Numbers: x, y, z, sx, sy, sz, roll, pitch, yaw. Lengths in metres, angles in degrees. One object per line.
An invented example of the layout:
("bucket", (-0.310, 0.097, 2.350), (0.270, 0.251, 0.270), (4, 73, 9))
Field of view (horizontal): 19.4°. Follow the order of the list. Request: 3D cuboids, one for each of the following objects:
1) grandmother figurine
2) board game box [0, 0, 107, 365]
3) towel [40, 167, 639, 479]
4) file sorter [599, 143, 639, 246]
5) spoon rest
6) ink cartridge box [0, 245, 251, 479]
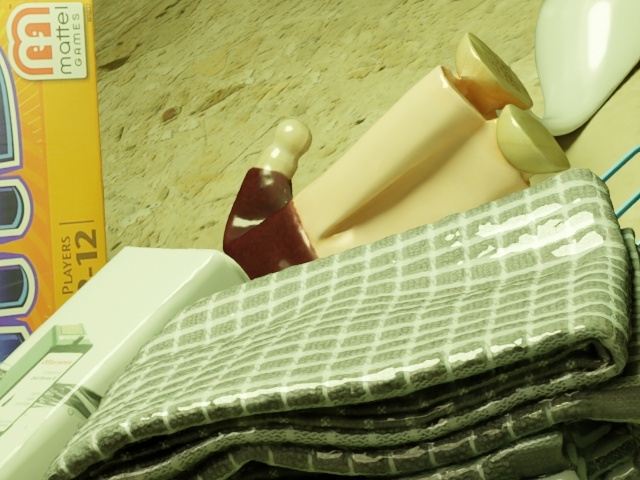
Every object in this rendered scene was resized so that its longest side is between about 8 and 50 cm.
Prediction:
("grandmother figurine", (0.000, 0.000, 1.297), (0.342, 0.104, 0.208), (-39, 45, 17))
("board game box", (-0.393, 0.010, 1.357), (0.356, 0.356, 0.356), (-6, 6, -35))
("towel", (0.028, 0.074, 0.866), (0.284, 0.121, 0.235), (-18, 9, 11))
("file sorter", (0.214, 0.023, 1.020), (0.118, 0.104, 0.170), (-42, 25, -14))
("spoon rest", (0.194, -0.147, 1.417), (0.137, 0.084, 0.276), (-10, 21, 42))
("ink cartridge box", (-0.120, 0.172, 1.052), (0.289, 0.211, 0.121), (-45, 24, -24))
